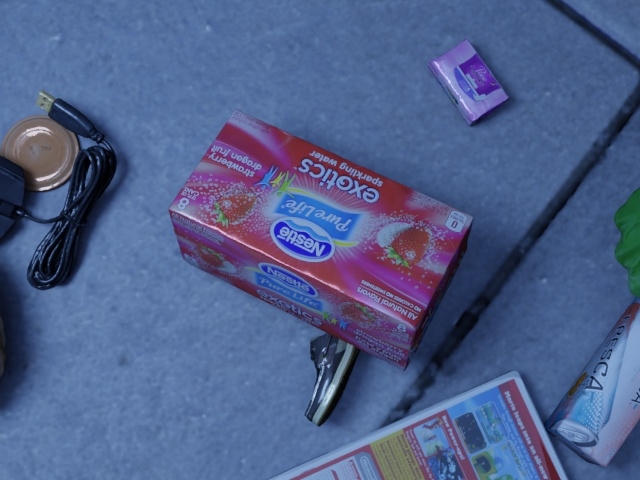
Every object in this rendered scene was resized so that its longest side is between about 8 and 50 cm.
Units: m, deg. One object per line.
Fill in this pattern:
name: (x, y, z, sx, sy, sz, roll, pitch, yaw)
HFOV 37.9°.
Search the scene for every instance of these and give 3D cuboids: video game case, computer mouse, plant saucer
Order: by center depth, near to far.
video game case: (0.109, 0.279, 0.929, 0.285, 0.025, 0.204, -23, 82, -4)
computer mouse: (-0.342, -0.083, 0.945, 0.262, 0.060, 0.184, 31, 93, 3)
plant saucer: (-0.297, -0.093, 0.985, 0.083, 0.013, 0.083, 0, 82, -1)

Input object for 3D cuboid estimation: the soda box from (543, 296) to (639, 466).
soda box: (0.305, 0.135, 0.936, 0.063, 0.058, 0.183, 37, 82, 4)

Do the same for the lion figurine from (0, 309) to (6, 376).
lion figurine: (-0.465, 0.001, 0.907, 0.392, 0.240, 0.142, 29, 40, 19)

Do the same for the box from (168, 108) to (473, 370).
box: (0.000, 0.000, 0.891, 0.257, 0.122, 0.128, 26, 67, 12)

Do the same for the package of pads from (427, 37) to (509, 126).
package of pads: (0.158, -0.169, 0.993, 0.050, 0.032, 0.083, -33, 83, -4)

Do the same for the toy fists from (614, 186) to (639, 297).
toy fists: (0.387, 0.056, 0.853, 0.096, 0.142, 0.279, -39, 83, -30)

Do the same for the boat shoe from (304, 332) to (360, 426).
boat shoe: (0.013, 0.111, 0.941, 0.049, 0.056, 0.152, 21, 71, 9)
